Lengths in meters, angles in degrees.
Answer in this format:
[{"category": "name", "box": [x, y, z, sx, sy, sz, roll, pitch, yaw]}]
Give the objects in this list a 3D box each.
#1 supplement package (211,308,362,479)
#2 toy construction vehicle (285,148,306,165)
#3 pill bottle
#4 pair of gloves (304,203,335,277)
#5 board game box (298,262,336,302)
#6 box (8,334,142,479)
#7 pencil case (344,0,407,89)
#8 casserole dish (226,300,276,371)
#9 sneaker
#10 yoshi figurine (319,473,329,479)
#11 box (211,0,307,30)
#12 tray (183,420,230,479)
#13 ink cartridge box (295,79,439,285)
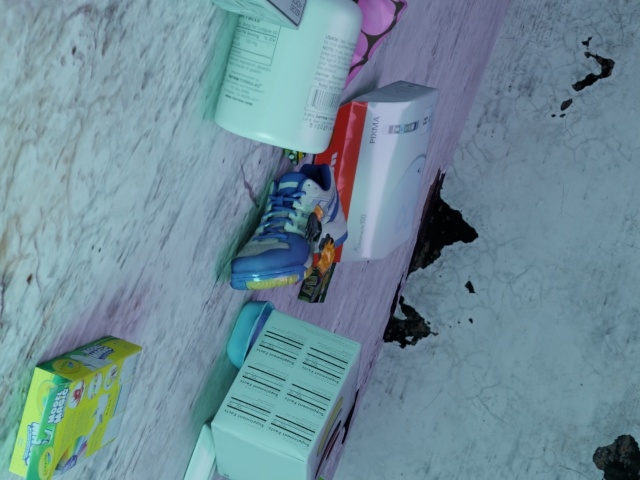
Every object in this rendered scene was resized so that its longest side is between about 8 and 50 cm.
[{"category": "supplement package", "box": [-0.047, 0.253, 1.539, 0.194, 0.149, 0.203, 92, 22, -56]}, {"category": "toy construction vehicle", "box": [-0.026, -0.169, 1.468, 0.086, 0.035, 0.098, -50, 156, -34]}, {"category": "pill bottle", "box": [-0.026, -0.220, 1.120, 0.131, 0.131, 0.229, -26, 133, -74]}, {"category": "pair of gloves", "box": [0.000, 0.000, 1.407, 0.074, 0.010, 0.083, -67, 142, -48]}, {"category": "board game box", "box": [0.023, -0.009, 1.944, 0.136, 0.030, 0.259, 12, 97, -81]}, {"category": "box", "box": [-0.231, 0.158, 0.970, 0.179, 0.043, 0.105, -26, 133, -78]}, {"category": "pencil case", "box": [0.004, -0.227, 1.228, 0.209, 0.095, 0.098, -54, 157, 13]}, {"category": "casserole dish", "box": [-0.103, 0.151, 1.578, 0.188, 0.037, 0.114, 70, 40, -71]}, {"category": "sneaker", "box": [-0.053, -0.024, 1.441, 0.296, 0.112, 0.131, -45, 130, -64]}, {"category": "yoshi figurine", "box": [-0.104, 0.512, 1.930, 0.203, 0.203, 0.362, -33, -153, 28]}, {"category": "box", "box": [-0.035, -0.360, 0.968, 0.169, 0.087, 0.290, -5, 113, -78]}, {"category": "tray", "box": [-0.160, 0.355, 1.641, 0.270, 0.030, 0.145, 37, 72, -78]}, {"category": "ink cartridge box", "box": [0.089, -0.103, 1.837, 0.385, 0.091, 0.308, -36, 140, -61]}]
